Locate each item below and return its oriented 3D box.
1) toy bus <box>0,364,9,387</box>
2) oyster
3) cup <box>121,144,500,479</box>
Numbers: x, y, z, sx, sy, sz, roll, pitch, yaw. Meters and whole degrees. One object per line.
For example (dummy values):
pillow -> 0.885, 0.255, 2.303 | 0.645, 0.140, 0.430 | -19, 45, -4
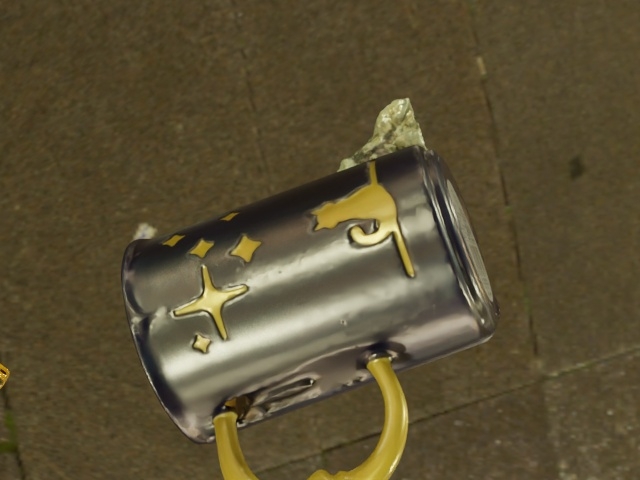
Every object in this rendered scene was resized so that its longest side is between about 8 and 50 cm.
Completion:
toy bus -> -0.460, 0.196, 1.542 | 0.069, 0.162, 0.074 | 35, 46, -20
oyster -> 0.003, 0.002, 1.157 | 0.087, 0.252, 0.199 | 42, 41, -4
cup -> 0.010, 0.078, 0.954 | 0.256, 0.178, 0.255 | -19, 79, 11
